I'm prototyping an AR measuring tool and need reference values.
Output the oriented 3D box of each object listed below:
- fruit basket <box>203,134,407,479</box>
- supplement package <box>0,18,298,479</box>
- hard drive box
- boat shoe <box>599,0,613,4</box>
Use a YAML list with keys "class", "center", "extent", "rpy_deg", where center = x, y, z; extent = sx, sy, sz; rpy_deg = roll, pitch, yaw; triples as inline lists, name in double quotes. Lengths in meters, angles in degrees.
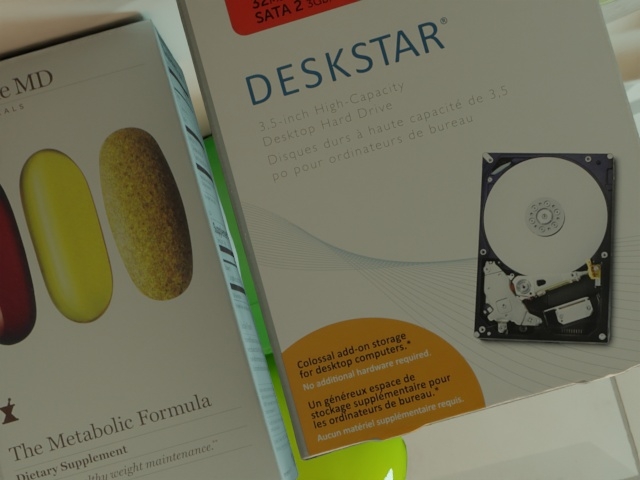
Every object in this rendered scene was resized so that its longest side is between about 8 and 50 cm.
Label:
- class: "fruit basket"
  center: [-0.007, 0.097, 1.253]
  extent: [0.283, 0.392, 0.392]
  rpy_deg: [-10, 172, -44]
- class: "supplement package"
  center: [-0.111, 0.028, 0.891]
  extent: [0.139, 0.244, 0.134]
  rpy_deg: [-17, 175, 0]
- class: "hard drive box"
  center: [0.050, -0.036, 0.773]
  extent: [0.181, 0.232, 0.089]
  rpy_deg: [-17, 174, 6]
- class: "boat shoe"
  center: [0.111, -0.137, 0.854]
  extent: [0.152, 0.056, 0.049]
  rpy_deg: [-21, 178, 41]
